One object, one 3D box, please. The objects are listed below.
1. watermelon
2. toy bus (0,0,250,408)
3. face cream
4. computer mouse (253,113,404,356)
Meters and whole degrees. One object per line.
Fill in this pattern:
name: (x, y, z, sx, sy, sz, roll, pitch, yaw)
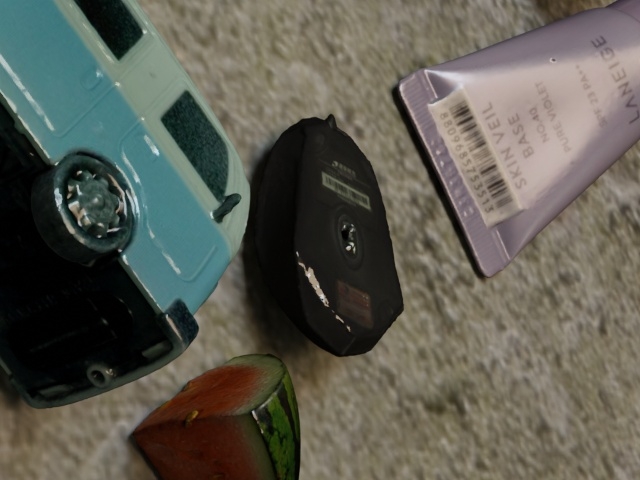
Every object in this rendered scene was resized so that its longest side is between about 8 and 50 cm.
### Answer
watermelon: (-0.055, 0.106, 0.977, 0.094, 0.135, 0.125, 11, 67, -6)
toy bus: (-0.151, -0.068, 0.895, 0.271, 0.133, 0.165, 55, 40, -15)
face cream: (0.176, -0.100, 1.306, 0.274, 0.096, 0.154, -33, 105, -34)
computer mouse: (0.000, 0.000, 1.096, 0.099, 0.057, 0.172, 27, 47, -37)
